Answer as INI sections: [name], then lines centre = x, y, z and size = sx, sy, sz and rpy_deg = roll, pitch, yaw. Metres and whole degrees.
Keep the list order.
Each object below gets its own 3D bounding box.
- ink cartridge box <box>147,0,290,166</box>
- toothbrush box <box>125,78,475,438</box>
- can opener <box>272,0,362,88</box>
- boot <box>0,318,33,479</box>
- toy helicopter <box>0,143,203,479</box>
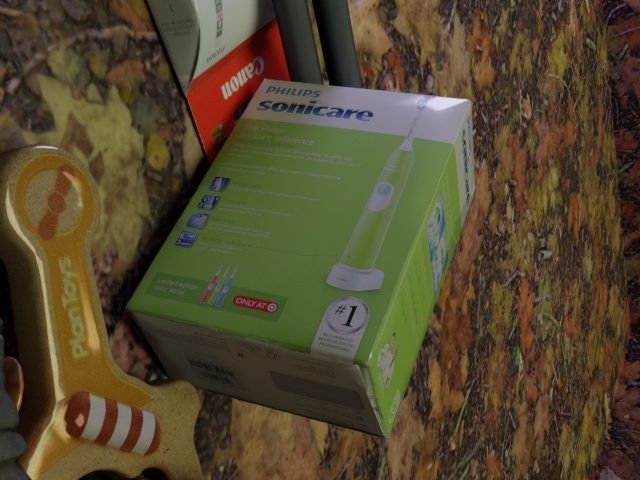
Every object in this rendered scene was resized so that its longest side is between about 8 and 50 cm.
[ink cartridge box]
centre = -0.069, -0.208, 0.739
size = 0.189, 0.066, 0.232
rpy_deg = -53, 131, -45
[toothbrush box]
centre = 0.000, 0.000, 0.704
size = 0.122, 0.206, 0.283
rpy_deg = 73, 33, -49
[can opener]
centre = 0.001, -0.159, 0.824
size = 0.280, 0.074, 0.093
rpy_deg = 76, -7, -51
[boot]
centre = -0.277, 0.180, 0.359
size = 0.338, 0.118, 0.222
rpy_deg = -25, 90, -36
[toy helicopter]
centre = -0.180, 0.113, 0.538
size = 0.235, 0.140, 0.355
rpy_deg = -11, 91, -50
